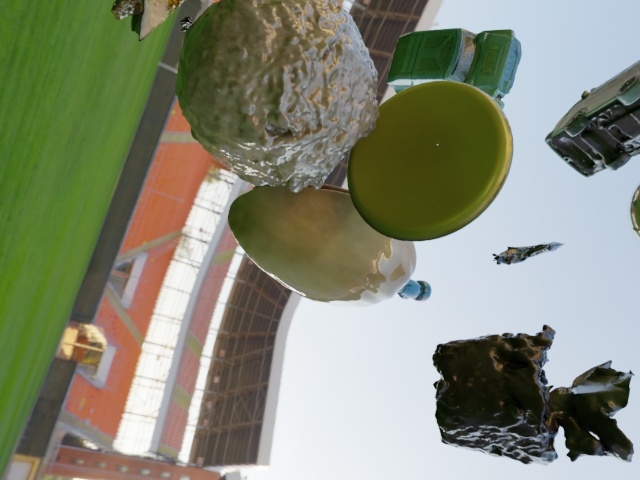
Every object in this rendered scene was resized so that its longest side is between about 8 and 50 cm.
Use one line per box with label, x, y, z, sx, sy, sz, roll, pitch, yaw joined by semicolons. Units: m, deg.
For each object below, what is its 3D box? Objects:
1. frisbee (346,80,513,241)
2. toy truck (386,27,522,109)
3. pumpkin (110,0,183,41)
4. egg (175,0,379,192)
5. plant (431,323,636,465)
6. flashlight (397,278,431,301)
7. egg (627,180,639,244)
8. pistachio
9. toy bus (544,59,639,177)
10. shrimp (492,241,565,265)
frisbee;0.138;-0.113;0.684;0.235;0.017;0.236;-11;-112;28
toy truck;0.289;-0.375;1.101;0.278;0.156;0.155;18;-87;44
pumpkin;-0.321;-0.512;0.969;0.248;0.126;0.131;-39;-125;15
egg;-0.054;-0.197;0.668;0.279;0.279;0.310;-62;176;19
plant;0.228;0.173;0.556;0.142;0.203;0.131;-77;161;-52
flashlight;0.194;0.102;1.083;0.051;0.129;0.051;-13;-110;37
egg;0.705;-0.055;0.983;0.253;0.189;0.188;-33;174;-40
pistachio;0.000;0.000;0.828;0.193;0.317;0.214;-56;167;-54
toy bus;0.569;-0.239;0.922;0.165;0.133;0.276;-51;-176;-17
shrimp;0.555;0.028;1.337;0.150;0.217;0.051;-20;-98;55
